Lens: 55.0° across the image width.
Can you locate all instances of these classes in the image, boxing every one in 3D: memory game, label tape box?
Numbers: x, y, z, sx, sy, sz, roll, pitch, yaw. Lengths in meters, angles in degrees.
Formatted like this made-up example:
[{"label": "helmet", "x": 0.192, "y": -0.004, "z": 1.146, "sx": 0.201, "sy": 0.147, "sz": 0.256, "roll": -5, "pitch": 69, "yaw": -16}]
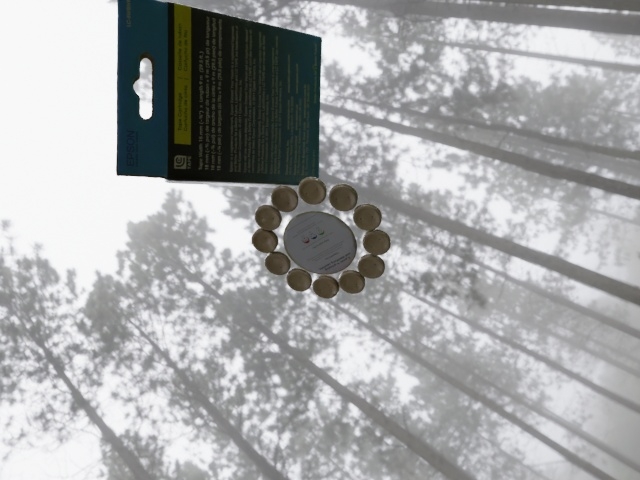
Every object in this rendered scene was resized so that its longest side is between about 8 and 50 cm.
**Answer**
[{"label": "memory game", "x": 0.000, "y": 0.000, "z": 0.800, "sx": 0.012, "sy": 0.186, "sz": 0.186, "roll": -69, "pitch": -25, "yaw": -55}, {"label": "label tape box", "x": -0.158, "y": -0.204, "z": 0.914, "sx": 0.334, "sy": 0.106, "sz": 0.240, "roll": -1, "pitch": -86, "yaw": -39}]
